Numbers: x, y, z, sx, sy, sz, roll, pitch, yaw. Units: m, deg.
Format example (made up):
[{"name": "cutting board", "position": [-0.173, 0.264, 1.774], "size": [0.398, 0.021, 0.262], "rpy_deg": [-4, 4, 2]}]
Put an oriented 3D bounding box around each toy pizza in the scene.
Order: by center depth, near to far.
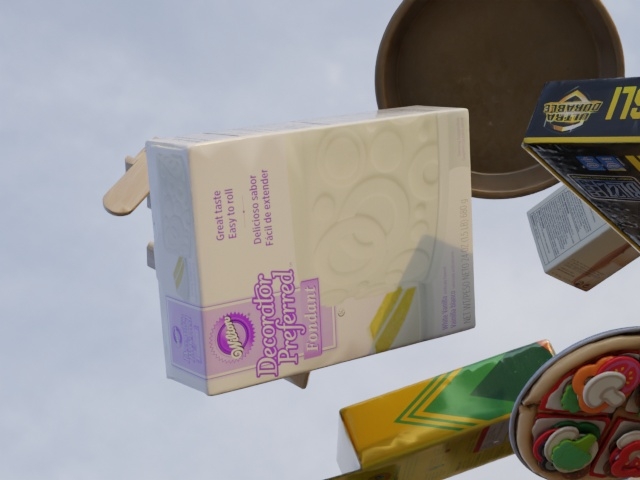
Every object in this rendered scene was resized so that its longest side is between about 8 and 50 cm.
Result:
[{"name": "toy pizza", "position": [0.273, 0.161, 1.141], "size": [0.201, 0.032, 0.201], "rpy_deg": [-6, -53, -8]}]

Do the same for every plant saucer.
[{"name": "plant saucer", "position": [0.199, -0.183, 1.393], "size": [0.278, 0.278, 0.041], "rpy_deg": [-43, 10, 13]}]

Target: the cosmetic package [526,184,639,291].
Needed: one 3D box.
[{"name": "cosmetic package", "position": [0.532, -0.055, 2.229], "size": [0.129, 0.153, 0.296], "rpy_deg": [22, -46, -35]}]

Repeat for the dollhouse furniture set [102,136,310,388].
[{"name": "dollhouse furniture set", "position": [-0.161, 0.081, 1.746], "size": [0.174, 0.303, 0.355], "rpy_deg": [-52, -19, -37]}]

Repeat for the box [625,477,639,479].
[{"name": "box", "position": [0.536, 0.236, 1.683], "size": [0.345, 0.168, 0.215], "rpy_deg": [-47, -69, -9]}]

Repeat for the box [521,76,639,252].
[{"name": "box", "position": [0.390, -0.059, 1.156], "size": [0.257, 0.322, 0.079], "rpy_deg": [37, -111, -38]}]

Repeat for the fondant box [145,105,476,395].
[{"name": "fondant box", "position": [0.000, 0.000, 1.240], "size": [0.330, 0.096, 0.238], "rpy_deg": [-11, -77, -31]}]

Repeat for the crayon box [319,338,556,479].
[{"name": "crayon box", "position": [0.133, 0.236, 1.510], "size": [0.318, 0.081, 0.202], "rpy_deg": [-18, -24, -10]}]
